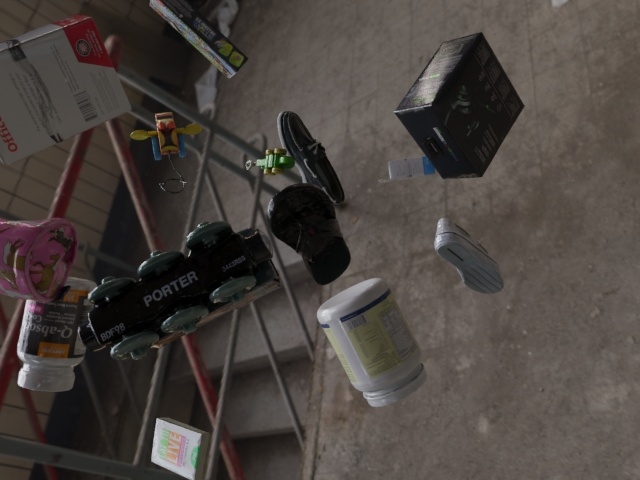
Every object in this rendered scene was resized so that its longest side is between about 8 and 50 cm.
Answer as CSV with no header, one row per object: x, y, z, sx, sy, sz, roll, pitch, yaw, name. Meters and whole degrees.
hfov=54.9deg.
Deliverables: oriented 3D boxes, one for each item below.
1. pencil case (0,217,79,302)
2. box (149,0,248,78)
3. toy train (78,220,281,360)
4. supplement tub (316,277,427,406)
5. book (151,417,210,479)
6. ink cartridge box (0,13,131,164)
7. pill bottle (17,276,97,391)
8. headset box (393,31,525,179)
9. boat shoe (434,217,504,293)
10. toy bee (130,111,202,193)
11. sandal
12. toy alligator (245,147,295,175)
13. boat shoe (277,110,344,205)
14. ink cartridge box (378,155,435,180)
-0.646,0.014,1.125,0.386,0.167,0.160,7,52,9,pencil case
-0.236,-0.404,1.191,0.036,0.207,0.114,-50,17,-4,box
-0.217,0.088,1.000,0.334,0.190,0.142,-29,75,2,toy train
0.157,0.300,1.832,0.235,0.325,0.235,-27,4,2,supplement tub
-0.298,0.440,1.305,0.144,0.035,0.096,3,81,38,book
-0.302,-0.166,0.668,0.150,0.109,0.063,-32,38,-23,ink cartridge box
-0.672,0.230,1.561,0.162,0.162,0.278,4,84,51,pill bottle
0.349,-0.322,1.537,0.131,0.246,0.283,4,54,53,headset box
0.311,0.029,1.258,0.083,0.226,0.076,-18,49,32,boat shoe
-0.438,-0.306,1.811,0.298,0.195,0.162,46,148,31,toy bee
0.002,-0.001,1.594,0.167,0.446,0.107,-42,56,-4,sandal
-0.108,-0.178,1.427,0.190,0.051,0.056,3,86,56,toy alligator
-0.020,-0.229,1.716,0.091,0.302,0.114,-8,32,34,boat shoe
0.276,-0.230,1.987,0.180,0.104,0.060,-7,90,9,ink cartridge box
